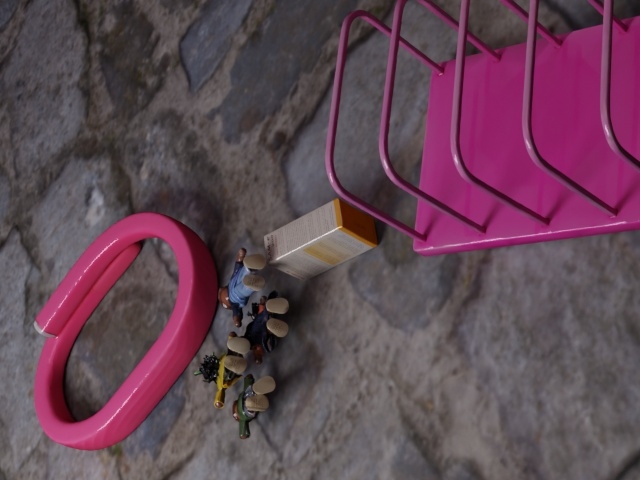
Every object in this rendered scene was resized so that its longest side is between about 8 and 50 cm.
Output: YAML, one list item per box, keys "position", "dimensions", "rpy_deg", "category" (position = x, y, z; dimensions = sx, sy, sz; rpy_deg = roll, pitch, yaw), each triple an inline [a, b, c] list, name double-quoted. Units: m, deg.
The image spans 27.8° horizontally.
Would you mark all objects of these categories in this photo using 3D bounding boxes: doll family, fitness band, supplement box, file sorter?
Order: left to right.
- position: [-0.232, 0.102, 1.471]
  dimensions: [0.291, 0.054, 0.209]
  rpy_deg: [-52, 47, 11]
  category: "fitness band"
- position: [-0.079, 0.102, 1.317]
  dimensions: [0.111, 0.076, 0.193]
  rpy_deg: [126, 161, -68]
  category: "doll family"
- position: [0.000, 0.000, 1.309]
  dimensions: [0.098, 0.062, 0.036]
  rpy_deg: [-26, 56, 29]
  category: "supplement box"
- position: [0.169, -0.122, 1.134]
  dimensions: [0.290, 0.182, 0.202]
  rpy_deg: [-8, 66, 38]
  category: "file sorter"
